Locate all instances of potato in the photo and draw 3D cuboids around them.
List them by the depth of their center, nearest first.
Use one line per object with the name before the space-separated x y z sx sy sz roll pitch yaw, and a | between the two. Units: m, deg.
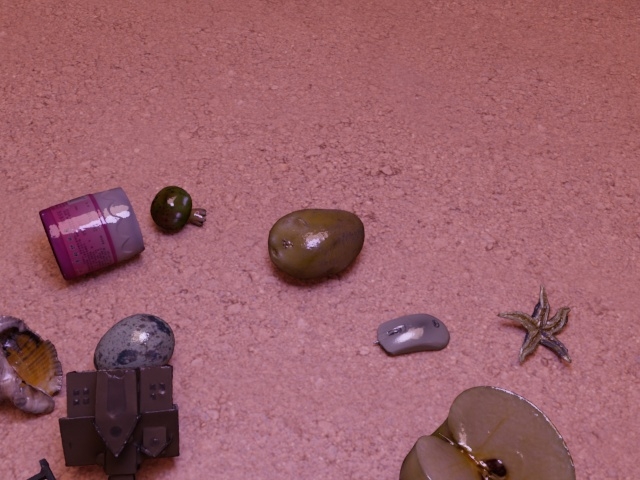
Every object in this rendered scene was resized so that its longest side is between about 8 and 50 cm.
potato | 0.000 0.000 1.683 0.251 0.159 0.175 -12 73 -26

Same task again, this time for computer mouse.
computer mouse | 0.205 0.206 1.580 0.181 0.056 0.089 -8 45 -11

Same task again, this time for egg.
egg | -0.387 0.224 1.462 0.172 0.132 0.132 -23 53 -12

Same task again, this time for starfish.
starfish | 0.491 0.195 1.609 0.175 0.053 0.208 23 51 3

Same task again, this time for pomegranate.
pomegranate | -0.354 -0.074 1.761 0.142 0.114 0.115 19 42 -27

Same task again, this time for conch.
conch | -0.626 0.252 1.410 0.245 0.163 0.178 39 68 -9

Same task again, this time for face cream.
face cream | -0.531 -0.018 1.640 0.194 0.175 0.175 -21 53 -20

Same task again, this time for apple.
apple | 0.291 0.433 1.261 0.257 0.233 0.295 40 59 20

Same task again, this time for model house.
model house | -0.366 0.357 1.291 0.211 0.204 0.244 -2 82 -10

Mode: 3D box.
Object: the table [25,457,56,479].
table | -0.507 0.570 1.081 0.334 0.222 0.272 -26 56 -26
